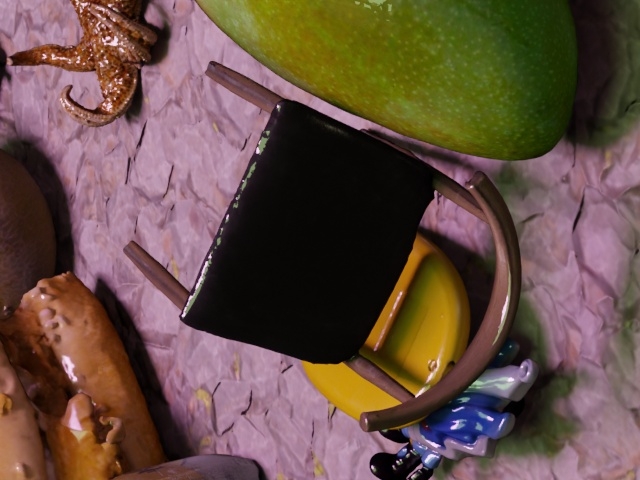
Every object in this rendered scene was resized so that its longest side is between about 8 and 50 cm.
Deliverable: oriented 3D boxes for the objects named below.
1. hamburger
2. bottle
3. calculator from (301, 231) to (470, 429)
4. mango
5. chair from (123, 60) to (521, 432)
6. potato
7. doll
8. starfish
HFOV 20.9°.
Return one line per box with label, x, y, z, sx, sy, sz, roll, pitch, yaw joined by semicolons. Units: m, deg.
hamburger;-0.277;0.280;1.627;0.287;0.268;0.446;29;118;40
bottle;-0.170;0.240;1.469;0.083;0.269;0.083;14;108;51
calculator;0.040;0.058;1.310;0.235;0.032;0.146;33;100;59
mango;0.029;-0.197;1.198;0.382;0.201;0.225;46;128;18
chair;0.000;0.000;1.216;0.272;0.166;0.188;34;102;57
potato;-0.358;-0.008;1.735;0.178;0.160;0.235;2;119;51
doll;0.103;0.125;1.274;0.195;0.070;0.096;-39;37;51
starfish;-0.211;-0.202;1.576;0.146;0.074;0.190;48;134;20
